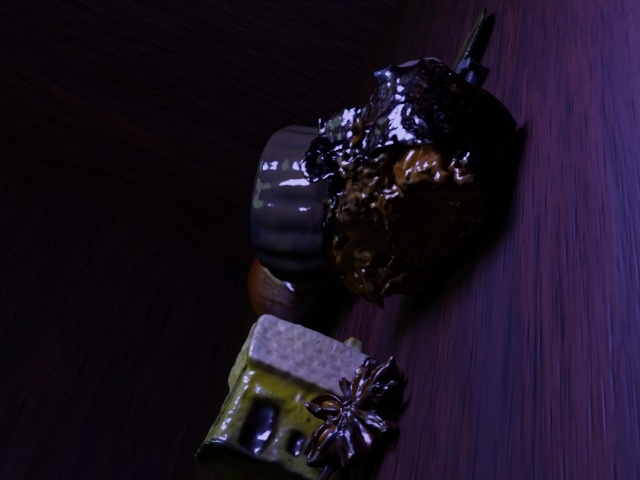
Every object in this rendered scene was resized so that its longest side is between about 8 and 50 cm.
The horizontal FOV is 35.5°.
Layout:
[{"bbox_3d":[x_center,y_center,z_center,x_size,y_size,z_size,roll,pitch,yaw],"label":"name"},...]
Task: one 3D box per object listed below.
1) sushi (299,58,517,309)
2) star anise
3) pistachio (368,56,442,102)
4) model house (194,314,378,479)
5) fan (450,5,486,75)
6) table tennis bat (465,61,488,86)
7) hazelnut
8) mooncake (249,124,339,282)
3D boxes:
[{"bbox_3d":[0.088,-0.066,1.268,0.348,0.234,0.207,115,176,-55],"label":"sushi"},{"bbox_3d":[0.022,0.240,1.231,0.234,0.073,0.177,-44,19,-2],"label":"star anise"},{"bbox_3d":[0.133,-0.179,1.551,0.152,0.126,0.223,46,122,40],"label":"pistachio"},{"bbox_3d":[-0.042,0.226,1.384,0.175,0.193,0.234,121,170,-61],"label":"model house"},{"bbox_3d":[0.233,-0.292,1.687,0.335,0.011,0.230,-78,13,-84],"label":"fan"},{"bbox_3d":[0.202,-0.168,1.575,0.150,0.027,0.236,-103,36,-77],"label":"table tennis bat"},{"bbox_3d":[-0.053,0.087,1.981,0.210,0.186,0.210,-44,-15,-15],"label":"hazelnut"},{"bbox_3d":[-0.005,-0.063,1.805,0.290,0.161,0.290,5,-90,-68],"label":"mooncake"}]
